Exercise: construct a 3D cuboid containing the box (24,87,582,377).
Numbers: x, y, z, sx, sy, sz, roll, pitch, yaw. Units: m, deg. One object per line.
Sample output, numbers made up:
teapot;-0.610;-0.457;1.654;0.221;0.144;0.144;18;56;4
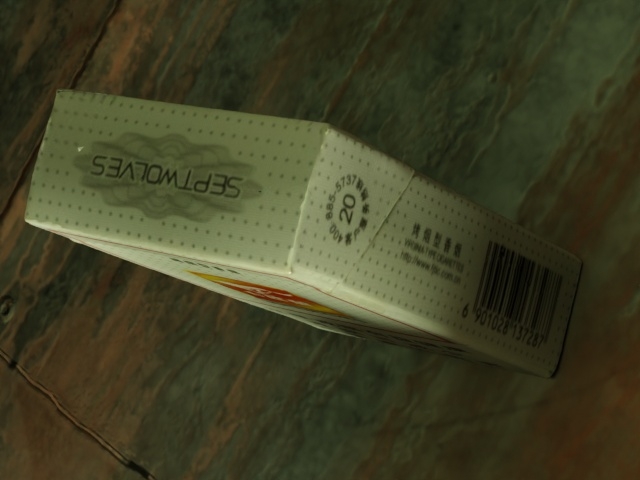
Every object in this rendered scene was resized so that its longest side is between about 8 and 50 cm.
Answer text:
box;0.000;0.001;1.150;0.210;0.330;0.095;10;83;36
